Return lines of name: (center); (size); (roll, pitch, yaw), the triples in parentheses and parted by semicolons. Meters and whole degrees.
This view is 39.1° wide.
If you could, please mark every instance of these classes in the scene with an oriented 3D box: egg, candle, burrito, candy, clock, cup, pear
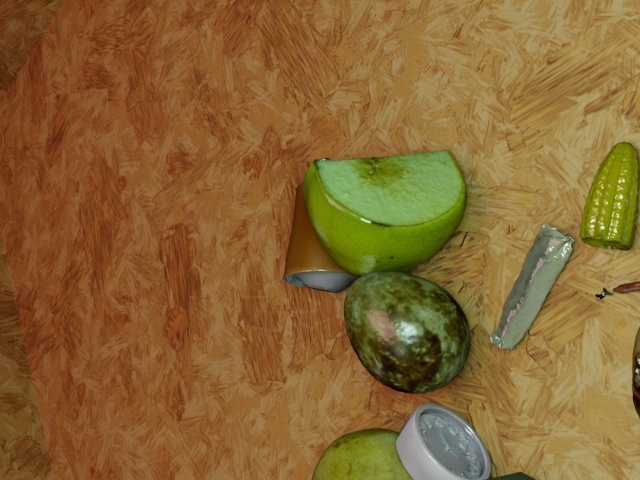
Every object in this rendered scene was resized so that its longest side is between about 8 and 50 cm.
egg: (0.175, 0.187, 1.883); (0.238, 0.289, 0.238); (-51, 8, 9)
candle: (0.582, 0.083, 1.653); (0.167, 0.021, 0.026); (-16, 94, 43)
burrito: (0.418, 0.099, 1.797); (0.082, 0.059, 0.275); (41, 114, 49)
candy: (0.541, -0.084, 1.661); (0.094, 0.106, 0.198); (10, 87, 29)
clock: (0.250, 0.429, 1.830); (0.068, 0.197, 0.196); (-51, 52, 28)
cup: (0.000, 0.000, 2.188); (0.226, 0.183, 0.263); (129, 144, -70)
pear: (0.113, 0.542, 1.896); (0.304, 0.304, 0.303); (-7, 80, 46)
pear: (0.128, -0.028, 1.954); (0.318, 0.343, 0.238); (111, 147, -55)

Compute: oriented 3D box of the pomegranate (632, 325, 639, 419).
pomegranate: (0.624, 0.205, 1.384); (0.322, 0.322, 0.321); (-7, 80, 46)

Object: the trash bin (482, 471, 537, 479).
trash bin: (0.417, 0.539, 1.667); (0.241, 0.164, 0.122); (18, 99, 45)
